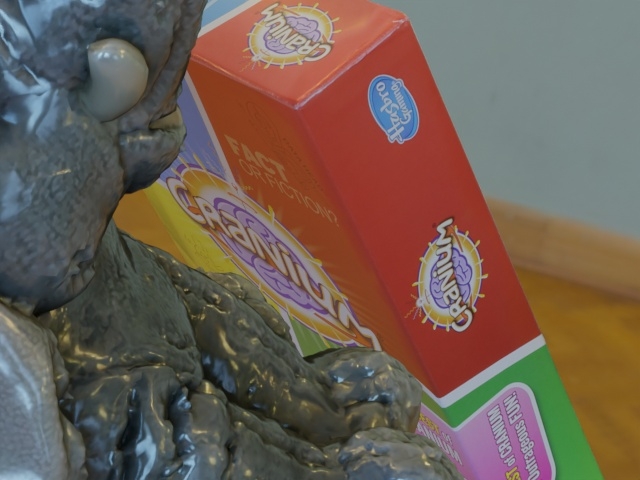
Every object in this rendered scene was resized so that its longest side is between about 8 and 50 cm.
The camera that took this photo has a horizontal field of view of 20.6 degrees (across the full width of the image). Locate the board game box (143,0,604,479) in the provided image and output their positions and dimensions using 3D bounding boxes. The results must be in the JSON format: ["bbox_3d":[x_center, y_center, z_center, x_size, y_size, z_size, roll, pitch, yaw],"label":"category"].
[{"bbox_3d":[0.000,0.000,0.871,0.064,0.317,0.242,-41,39,-17],"label":"board game box"}]

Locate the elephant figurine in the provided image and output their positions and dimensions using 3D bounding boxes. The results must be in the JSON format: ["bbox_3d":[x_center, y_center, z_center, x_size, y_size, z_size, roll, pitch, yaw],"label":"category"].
[{"bbox_3d":[-0.083,0.004,0.408,0.169,0.239,0.186,10,52,48],"label":"elephant figurine"}]
